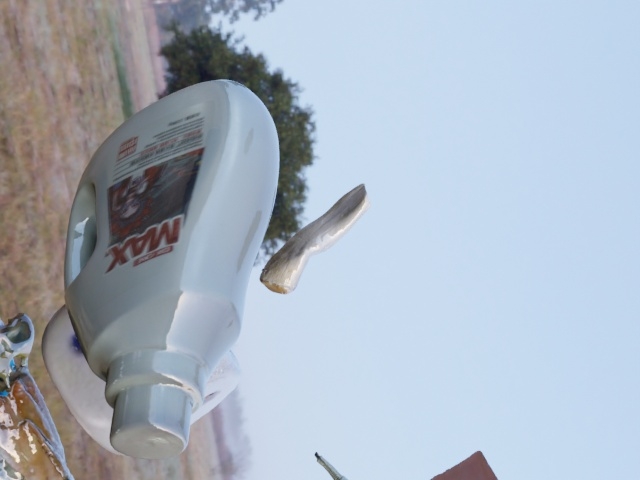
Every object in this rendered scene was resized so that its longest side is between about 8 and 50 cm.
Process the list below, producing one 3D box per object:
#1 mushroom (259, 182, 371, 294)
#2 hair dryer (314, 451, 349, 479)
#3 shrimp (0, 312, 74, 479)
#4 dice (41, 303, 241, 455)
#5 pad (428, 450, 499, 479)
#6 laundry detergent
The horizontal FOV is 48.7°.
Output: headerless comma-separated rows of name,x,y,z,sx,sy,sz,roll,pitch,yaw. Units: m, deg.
mushroom,-0.001,-0.002,0.995,0.059,0.202,0.054,41,-6,45
hair dryer,0.067,0.400,1.020,0.199,0.067,0.167,45,1,-5
shrimp,-0.407,0.308,0.973,0.221,0.110,0.446,9,-65,31
dice,-0.229,0.153,0.927,0.193,0.192,0.194,54,-9,17
pad,0.130,0.315,0.755,0.188,0.006,0.113,-42,-114,28
laundry detergent,-0.166,0.027,0.721,0.125,0.264,0.398,51,26,-43
